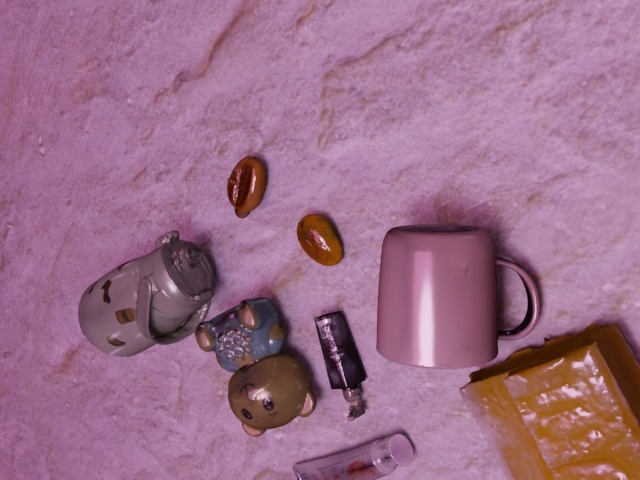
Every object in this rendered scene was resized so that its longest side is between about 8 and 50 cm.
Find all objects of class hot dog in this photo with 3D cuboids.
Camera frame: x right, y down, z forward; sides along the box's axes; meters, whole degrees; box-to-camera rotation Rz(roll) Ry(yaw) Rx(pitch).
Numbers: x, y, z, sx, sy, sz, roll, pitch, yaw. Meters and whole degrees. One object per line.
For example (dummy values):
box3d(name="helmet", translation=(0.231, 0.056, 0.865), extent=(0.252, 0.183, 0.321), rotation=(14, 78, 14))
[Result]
box3d(name="hot dog", translation=(-0.152, -0.108, 1.299), extent=(0.090, 0.060, 0.140), rotation=(25, 106, 36))

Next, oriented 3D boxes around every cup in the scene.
box3d(name="cup", translation=(0.217, 0.079, 0.983), extent=(0.253, 0.191, 0.200), rotation=(1, 97, 8))

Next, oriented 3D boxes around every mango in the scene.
box3d(name="mango", translation=(0.000, 0.000, 1.202), extent=(0.114, 0.057, 0.079), rotation=(50, 120, 10))

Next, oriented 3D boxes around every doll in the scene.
box3d(name="doll", translation=(-0.128, 0.262, 1.280), extent=(0.177, 0.161, 0.260), rotation=(-28, 79, 16))

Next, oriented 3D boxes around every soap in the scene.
box3d(name="soap", translation=(0.374, 0.294, 0.920), extent=(0.259, 0.143, 0.281), rotation=(-33, 83, 39))

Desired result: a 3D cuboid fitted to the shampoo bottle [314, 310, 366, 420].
box3d(name="shampoo bottle", translation=(0.042, 0.243, 1.207), extent=(0.057, 0.064, 0.207), rotation=(-21, 86, 48))

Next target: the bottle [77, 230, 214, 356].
box3d(name="bottle", translation=(-0.372, 0.130, 1.422), extent=(0.352, 0.229, 0.229), rotation=(-28, 81, 34))

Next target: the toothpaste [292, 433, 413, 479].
box3d(name="toothpaste", translation=(0.054, 0.461, 1.242), extent=(0.323, 0.066, 0.100), rotation=(-38, 76, 41))
